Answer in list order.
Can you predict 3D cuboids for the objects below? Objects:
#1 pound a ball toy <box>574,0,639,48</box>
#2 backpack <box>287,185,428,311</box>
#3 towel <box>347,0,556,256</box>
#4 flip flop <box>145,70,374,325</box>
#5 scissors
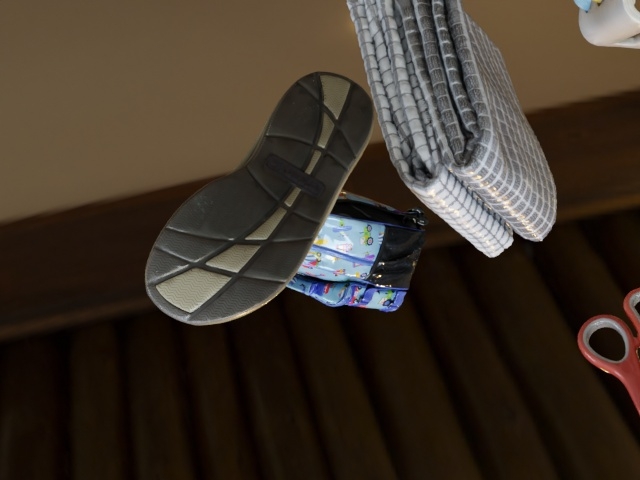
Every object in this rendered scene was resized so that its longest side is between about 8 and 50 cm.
[{"bbox_3d":[0.370,-0.260,1.674,0.135,0.208,0.319,6,-176,0],"label":"pound a ball toy"},{"bbox_3d":[0.000,0.000,1.477,0.158,0.117,0.173,20,-172,41],"label":"backpack"},{"bbox_3d":[0.158,-0.150,1.614,0.121,0.235,0.284,-24,-118,21],"label":"towel"},{"bbox_3d":[-0.048,-0.033,1.252,0.112,0.080,0.277,34,-117,-1],"label":"flip flop"},{"bbox_3d":[0.350,0.176,1.466,0.109,0.021,0.297,-22,-129,7],"label":"scissors"}]
